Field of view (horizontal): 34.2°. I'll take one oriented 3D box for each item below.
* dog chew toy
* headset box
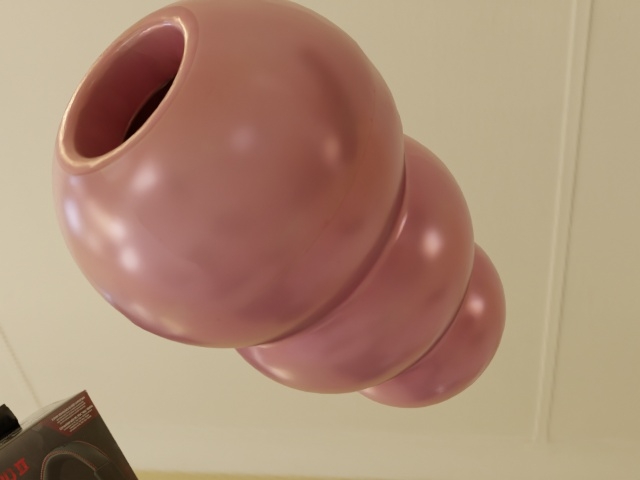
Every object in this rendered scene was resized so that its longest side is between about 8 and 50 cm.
[{"bbox_3d":[0.000,0.000,0.648,0.207,0.206,0.332,-25,-45,31],"label":"dog chew toy"},{"bbox_3d":[-0.290,0.316,1.100,0.110,0.218,0.293,-26,-85,34],"label":"headset box"}]
